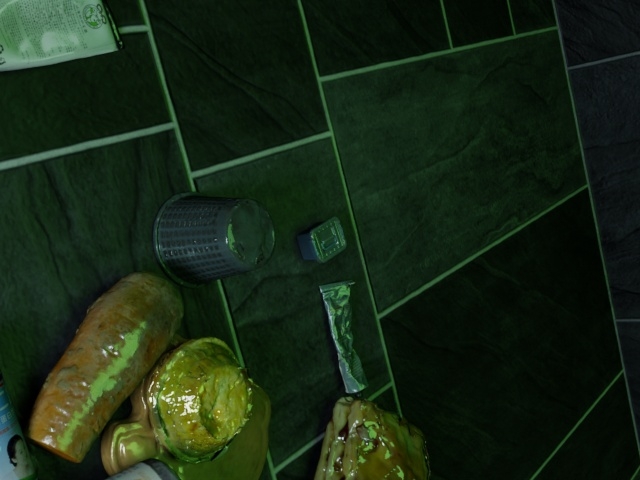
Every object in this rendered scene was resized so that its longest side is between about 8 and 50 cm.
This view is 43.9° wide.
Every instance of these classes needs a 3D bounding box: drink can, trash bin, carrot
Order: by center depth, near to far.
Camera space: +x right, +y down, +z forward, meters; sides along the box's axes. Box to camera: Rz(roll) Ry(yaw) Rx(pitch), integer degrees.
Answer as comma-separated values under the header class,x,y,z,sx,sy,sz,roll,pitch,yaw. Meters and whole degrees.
class,x,y,z,sx,sy,sz,roll,pitch,yaw
drink can,-0.448,0.252,1.052,0.097,0.097,0.235,-26,104,-47
carrot,-0.316,0.179,1.184,0.138,0.139,0.301,48,53,-34
trash bin,-0.166,-0.006,1.354,0.175,0.161,0.175,7,81,-50

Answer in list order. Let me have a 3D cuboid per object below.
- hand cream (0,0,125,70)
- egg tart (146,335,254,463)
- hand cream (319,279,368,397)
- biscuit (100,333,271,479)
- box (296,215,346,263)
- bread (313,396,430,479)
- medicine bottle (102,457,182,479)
class,x,y,z,sx,sy,sz,roll,pitch,yaw
hand cream,-0.425,-0.310,1.175,0.336,0.076,0.121,-38,119,-51
egg tart,-0.181,0.258,1.280,0.213,0.090,0.212,1,88,-48
hand cream,0.058,0.208,1.663,0.075,0.052,0.247,-14,96,-49
biscuit,-0.217,0.326,1.337,0.351,0.057,0.312,55,48,-30
box,0.000,0.000,1.619,0.099,0.054,0.074,-32,108,-46
bread,0.115,0.509,1.607,0.277,0.167,0.324,40,58,-39
medicine bottle,-0.316,0.431,1.100,0.273,0.165,0.165,-20,101,-35
